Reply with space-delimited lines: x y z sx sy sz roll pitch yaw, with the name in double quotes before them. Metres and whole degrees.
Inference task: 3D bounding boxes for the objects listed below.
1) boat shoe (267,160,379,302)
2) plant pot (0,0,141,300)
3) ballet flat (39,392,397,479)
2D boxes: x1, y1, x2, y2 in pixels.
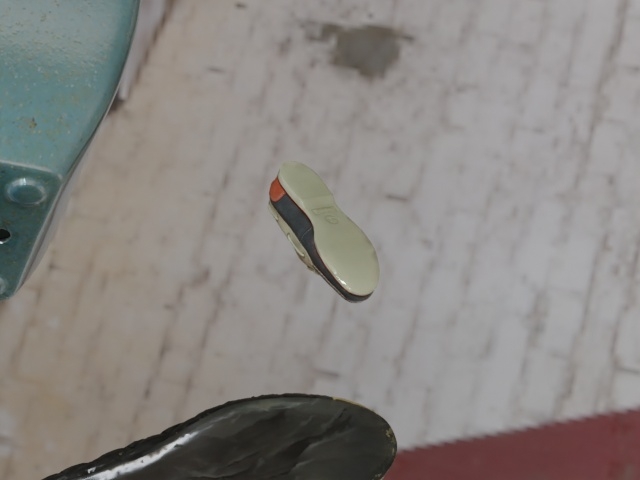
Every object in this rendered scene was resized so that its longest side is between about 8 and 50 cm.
"boat shoe" 0.000 0.000 1.335 0.049 0.137 0.043 -5 137 -36
"plant pot" -0.262 -0.103 1.229 0.248 0.247 0.252 122 -29 -45
"ballet flat" -0.053 0.099 0.719 0.049 0.173 0.057 138 -63 -78
